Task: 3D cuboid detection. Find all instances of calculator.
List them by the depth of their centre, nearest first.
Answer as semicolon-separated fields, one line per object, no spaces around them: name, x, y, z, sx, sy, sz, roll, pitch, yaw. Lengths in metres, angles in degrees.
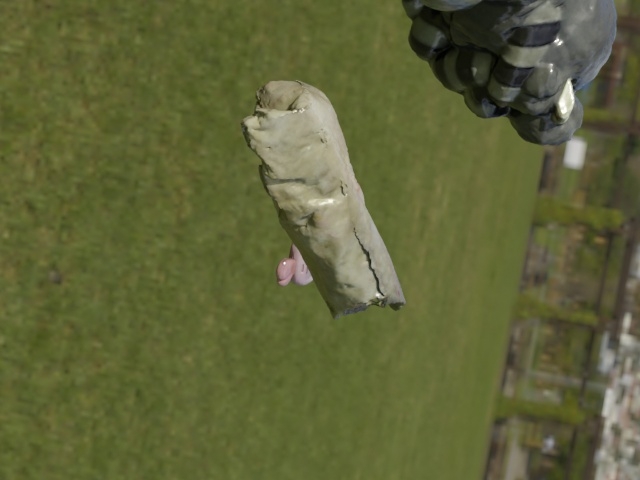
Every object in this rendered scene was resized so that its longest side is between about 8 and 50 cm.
calculator;0.000;0.000;1.657;0.166;0.024;0.103;-45;155;-36

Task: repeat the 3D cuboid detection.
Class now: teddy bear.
teddy bear;0.101;-0.191;0.864;0.144;0.171;0.251;-36;145;-12

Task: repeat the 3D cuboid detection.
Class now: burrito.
burrito;0.004;-0.008;0.626;0.055;0.041;0.149;-101;169;-53
